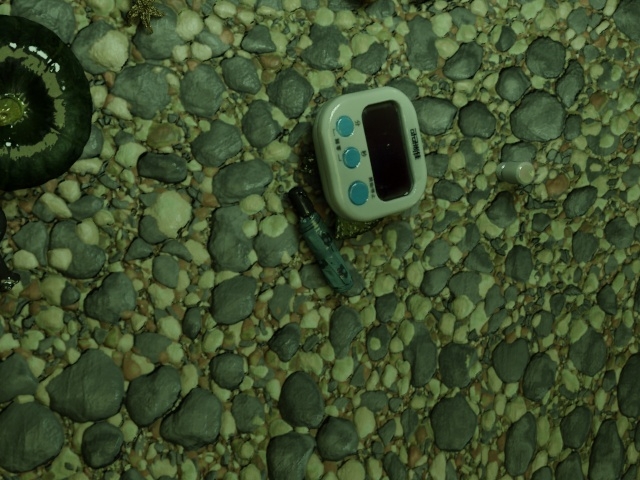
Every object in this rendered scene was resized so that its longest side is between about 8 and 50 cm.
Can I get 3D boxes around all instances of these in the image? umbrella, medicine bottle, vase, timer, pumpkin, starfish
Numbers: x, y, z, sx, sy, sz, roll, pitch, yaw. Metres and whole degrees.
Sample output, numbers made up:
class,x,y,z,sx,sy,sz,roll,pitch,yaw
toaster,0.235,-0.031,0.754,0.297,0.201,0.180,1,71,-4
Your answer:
class,x,y,z,sx,sy,sz,roll,pitch,yaw
umbrella,-0.002,0.001,1.958,0.053,0.052,0.250,-23,109,15
medicine bottle,0.433,-0.151,2.104,0.052,0.089,0.052,-3,97,-23
vase,-0.597,0.013,1.675,0.120,0.120,0.183,-30,121,-17
timer,0.099,-0.174,1.929,0.237,0.087,0.262,-17,100,-32
pumpkin,-0.534,-0.234,1.610,0.300,0.207,0.300,-3,98,-22
starfish,-0.329,-0.431,1.772,0.078,0.028,0.091,-19,109,-22

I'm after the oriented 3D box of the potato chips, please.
class,x,y,z,sx,sy,sz,roll,pitch,yaw
potato chips,0.059,-0.117,1.974,0.202,0.029,0.220,-43,111,-20

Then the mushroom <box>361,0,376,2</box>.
class,x,y,z,sx,sy,sz,roll,pitch,yaw
mushroom,0.115,-0.527,1.922,0.129,0.073,0.088,1,73,7
